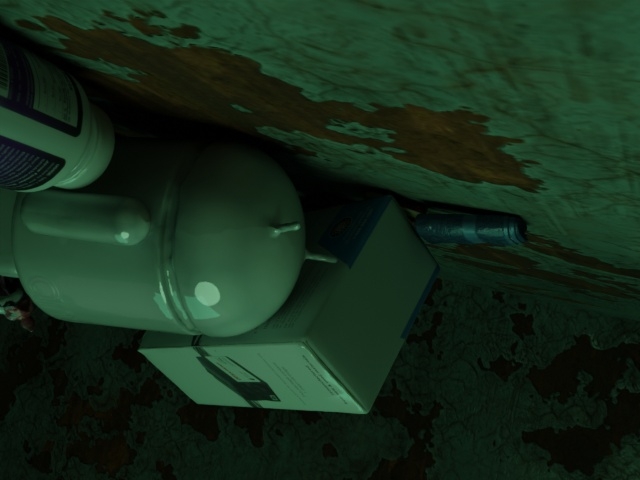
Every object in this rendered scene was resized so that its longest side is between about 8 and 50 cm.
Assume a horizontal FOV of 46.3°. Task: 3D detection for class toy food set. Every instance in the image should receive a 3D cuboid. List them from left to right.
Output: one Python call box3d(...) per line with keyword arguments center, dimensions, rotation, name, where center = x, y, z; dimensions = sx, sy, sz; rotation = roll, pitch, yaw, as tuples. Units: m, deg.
box3d(center=(0.092, -0.039, 0.911), dimensions=(0.083, 0.020, 0.082), rotation=(13, 177, 10), name="toy food set")

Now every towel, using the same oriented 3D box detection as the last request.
box3d(center=(0.170, -0.012, 0.849), dimensions=(0.119, 0.029, 0.067), rotation=(3, 171, 27), name="towel")

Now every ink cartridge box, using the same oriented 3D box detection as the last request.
box3d(center=(-0.043, 0.082, 0.916), dimensions=(0.307, 0.223, 0.129), rotation=(-9, 128, 44), name="ink cartridge box")

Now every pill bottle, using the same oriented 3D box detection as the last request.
box3d(center=(-0.245, -0.096, 0.566), dimensions=(0.108, 0.108, 0.193), rotation=(12, 176, 21), name="pill bottle")

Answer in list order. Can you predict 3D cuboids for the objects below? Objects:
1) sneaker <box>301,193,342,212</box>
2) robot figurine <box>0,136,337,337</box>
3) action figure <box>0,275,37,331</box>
box3d(center=(0.000, 0.001, 1.159), dimensions=(0.136, 0.116, 0.314), rotation=(13, 177, -22), name="sneaker")
box3d(center=(-0.166, -0.006, 0.777), dimensions=(0.353, 0.199, 0.300), rotation=(3, 178, 19), name="robot figurine")
box3d(center=(-0.566, 0.021, 1.399), dimensions=(0.276, 0.248, 0.370), rotation=(12, -139, -49), name="action figure")
